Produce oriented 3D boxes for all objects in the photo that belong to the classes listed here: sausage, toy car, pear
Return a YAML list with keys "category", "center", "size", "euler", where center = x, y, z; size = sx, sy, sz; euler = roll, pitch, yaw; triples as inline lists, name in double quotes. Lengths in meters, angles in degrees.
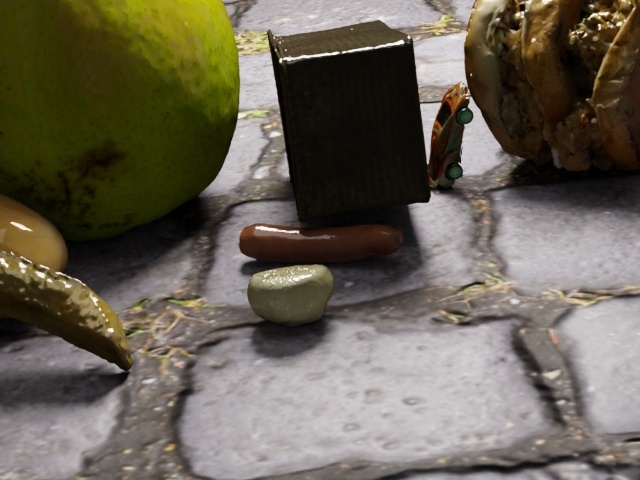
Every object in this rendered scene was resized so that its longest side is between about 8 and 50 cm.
- category: "sausage"
  center: [0.000, 0.001, 1.554]
  size: [0.176, 0.047, 0.040]
  euler: [1, 44, 17]
- category: "toy car"
  center: [0.146, -0.121, 1.696]
  size: [0.035, 0.122, 0.059]
  euler: [1, 25, -13]
- category: "pear"
  center: [-0.270, -0.202, 1.690]
  size: [0.391, 0.391, 0.391]
  euler: [-6, 24, 3]

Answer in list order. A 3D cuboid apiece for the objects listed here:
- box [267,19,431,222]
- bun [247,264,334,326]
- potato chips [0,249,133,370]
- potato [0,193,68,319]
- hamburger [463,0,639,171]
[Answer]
- category: "box"
  center: [0.025, -0.142, 1.648]
  size: [0.143, 0.184, 0.273]
  euler: [-9, 14, -3]
- category: "bun"
  center: [-0.028, 0.055, 1.438]
  size: [0.086, 0.055, 0.086]
  euler: [-6, 10, 1]
- category: "potato chips"
  center: [-0.364, 0.038, 1.420]
  size: [0.407, 0.057, 0.080]
  euler: [12, 64, 9]
- category: "potato"
  center: [-0.373, 0.011, 1.539]
  size: [0.234, 0.146, 0.150]
  euler: [8, 60, 28]
- category: "hamburger"
  center: [0.297, -0.212, 1.692]
  size: [0.211, 0.260, 0.245]
  euler: [6, 34, 33]
